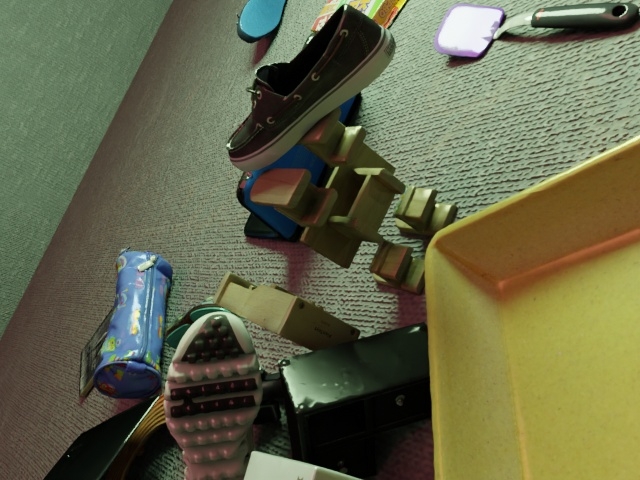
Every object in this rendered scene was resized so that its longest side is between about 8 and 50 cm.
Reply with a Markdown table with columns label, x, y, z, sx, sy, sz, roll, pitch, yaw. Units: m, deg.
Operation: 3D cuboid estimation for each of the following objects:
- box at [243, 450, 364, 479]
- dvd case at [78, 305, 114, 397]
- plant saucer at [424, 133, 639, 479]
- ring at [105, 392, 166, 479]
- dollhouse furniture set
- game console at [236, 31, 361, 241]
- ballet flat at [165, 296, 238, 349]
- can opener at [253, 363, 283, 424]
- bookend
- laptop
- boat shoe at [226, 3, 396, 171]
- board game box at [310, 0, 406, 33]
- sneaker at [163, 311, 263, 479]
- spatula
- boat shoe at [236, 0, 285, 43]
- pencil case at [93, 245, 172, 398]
| label | x | y | z | sx | sy | sz | roll | pitch | yaw |
| --- | --- | --- | --- | --- | --- | --- | --- | --- | --- |
| box | 0.012 | 0.268 | 0.488 | 0.091 | 0.170 | 0.130 | -12 | 54 | 49 |
| dvd case | -0.505 | 0.236 | 1.360 | 0.221 | 0.018 | 0.164 | -53 | 32 | 11 |
| plant saucer | 0.236 | 0.085 | 0.419 | 0.333 | 0.081 | 0.332 | -29 | 44 | 38 |
| ring | -0.255 | 0.393 | 0.881 | 0.337 | 0.032 | 0.336 | -33 | 42 | 35 |
| dollhouse furniture set | 0.000 | 0.000 | 0.682 | 0.161 | 0.212 | 0.242 | 11 | 72 | 56 |
| game console | -0.070 | -0.161 | 0.961 | 0.173 | 0.250 | 0.293 | 16 | 76 | 30 |
| ballet flat | -0.204 | 0.131 | 1.000 | 0.188 | 0.070 | 0.070 | -27 | 44 | 35 |
| can opener | -0.041 | 0.189 | 0.747 | 0.186 | 0.073 | 0.059 | -25 | 6 | 37 |
| bookend | 0.047 | 0.181 | 0.586 | 0.072 | 0.156 | 0.157 | -120 | 22 | -54 |
| laptop | -0.378 | 0.511 | 0.910 | 0.382 | 0.236 | 0.408 | -33 | 72 | 42 |
| boat shoe | -0.032 | -0.151 | 0.580 | 0.228 | 0.076 | 0.080 | -27 | 43 | 38 |
| board game box | 0.070 | -0.444 | 1.121 | 0.124 | 0.039 | 0.259 | -55 | 35 | 7 |
| sneaker | -0.124 | 0.207 | 0.694 | 0.118 | 0.110 | 0.292 | -106 | 17 | -66 |
| spatula | 0.257 | -0.274 | 0.728 | 0.296 | 0.030 | 0.084 | 25 | 86 | 57 |
| boat shoe | -0.148 | -0.581 | 1.487 | 0.089 | 0.109 | 0.258 | -30 | 25 | 48 |
| pencil case | -0.360 | 0.153 | 1.134 | 0.133 | 0.119 | 0.306 | -55 | 30 | 38 |
